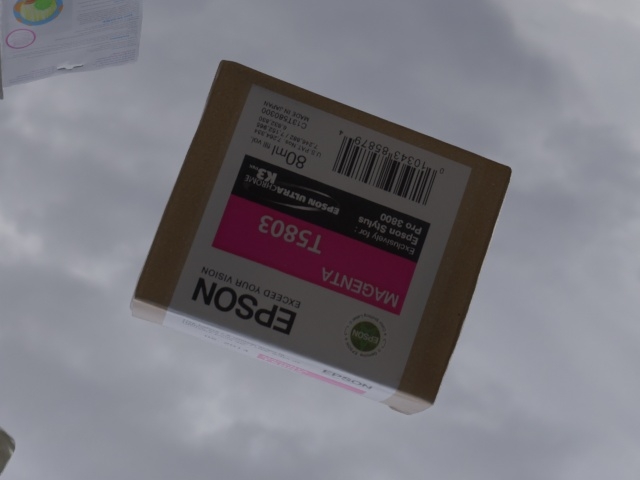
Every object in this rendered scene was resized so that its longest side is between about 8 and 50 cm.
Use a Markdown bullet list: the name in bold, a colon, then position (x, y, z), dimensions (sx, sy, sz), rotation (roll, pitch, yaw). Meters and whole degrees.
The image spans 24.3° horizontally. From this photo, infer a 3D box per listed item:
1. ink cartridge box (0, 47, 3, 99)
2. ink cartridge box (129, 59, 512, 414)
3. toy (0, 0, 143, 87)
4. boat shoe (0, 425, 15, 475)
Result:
- **ink cartridge box**: position (-0.313, -0.175, 1.238), dimensions (0.088, 0.122, 0.052), rotation (-5, -168, -23)
- **ink cartridge box**: position (0.000, 0.000, 1.103), dimensions (0.234, 0.193, 0.088), rotation (20, 168, -4)
- **toy**: position (-0.228, -0.241, 1.346), dimensions (0.136, 0.237, 0.056), rotation (-13, -117, -19)
- **boat shoe**: position (-0.212, 0.082, 0.713), dimensions (0.081, 0.079, 0.227), rotation (46, 162, -19)
